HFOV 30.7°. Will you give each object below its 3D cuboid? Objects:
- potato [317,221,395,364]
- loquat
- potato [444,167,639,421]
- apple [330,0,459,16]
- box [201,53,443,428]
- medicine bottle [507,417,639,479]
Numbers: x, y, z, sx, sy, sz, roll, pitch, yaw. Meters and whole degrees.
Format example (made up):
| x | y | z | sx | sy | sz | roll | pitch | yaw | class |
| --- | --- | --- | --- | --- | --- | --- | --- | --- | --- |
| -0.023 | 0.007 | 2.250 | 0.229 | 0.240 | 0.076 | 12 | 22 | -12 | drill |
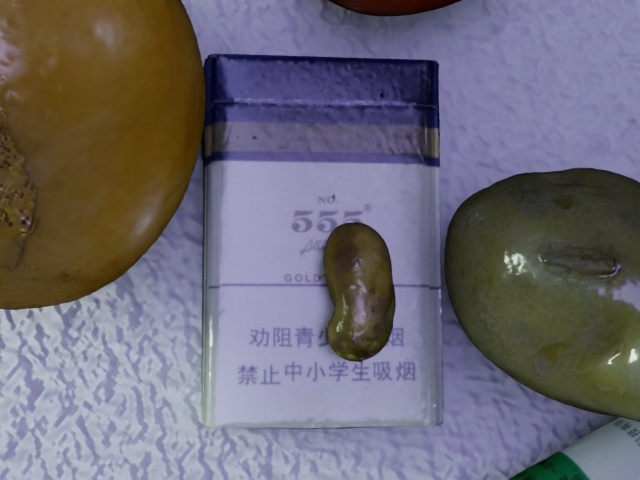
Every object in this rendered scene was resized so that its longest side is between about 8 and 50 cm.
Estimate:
| x | y | z | sx | sy | sz | roll | pitch | yaw | class |
| --- | --- | --- | --- | --- | --- | --- | --- | --- | --- |
| 0.026 | 0.034 | 0.751 | 0.045 | 0.046 | 0.092 | -11 | 74 | 27 | potato |
| -0.197 | -0.085 | 0.707 | 0.263 | 0.263 | 0.263 | 1 | 83 | -6 | loquat |
| 0.185 | 0.040 | 0.758 | 0.178 | 0.235 | 0.160 | -10 | 120 | -40 | potato |
| 0.066 | -0.240 | 0.795 | 0.169 | 0.181 | 0.181 | 2 | 83 | -19 | apple |
| 0.000 | 0.000 | 0.810 | 0.168 | 0.071 | 0.259 | 1 | 82 | -6 | box |
| 0.145 | 0.206 | 0.789 | 0.260 | 0.095 | 0.095 | -29 | 87 | -8 | medicine bottle |
